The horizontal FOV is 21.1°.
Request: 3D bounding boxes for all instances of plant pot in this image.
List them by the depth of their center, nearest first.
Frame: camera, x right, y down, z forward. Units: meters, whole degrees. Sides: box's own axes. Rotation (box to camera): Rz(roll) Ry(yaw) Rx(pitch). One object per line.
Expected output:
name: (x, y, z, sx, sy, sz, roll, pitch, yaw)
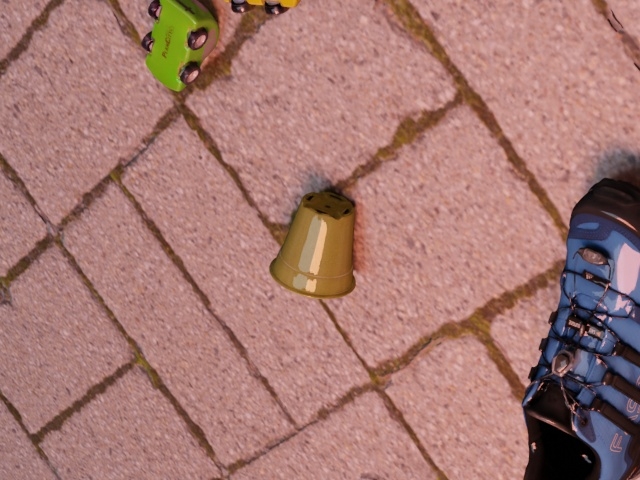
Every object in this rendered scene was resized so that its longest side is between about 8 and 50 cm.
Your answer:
plant pot: (0.000, 0.000, 1.594, 0.083, 0.083, 0.079, 30, 123, 28)

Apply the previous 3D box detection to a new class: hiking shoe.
hiking shoe: (0.226, 0.099, 1.380, 0.113, 0.132, 0.304, 21, 130, 35)

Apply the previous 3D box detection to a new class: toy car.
toy car: (-0.112, -0.234, 1.557, 0.239, 0.053, 0.225, 41, 139, 19)
